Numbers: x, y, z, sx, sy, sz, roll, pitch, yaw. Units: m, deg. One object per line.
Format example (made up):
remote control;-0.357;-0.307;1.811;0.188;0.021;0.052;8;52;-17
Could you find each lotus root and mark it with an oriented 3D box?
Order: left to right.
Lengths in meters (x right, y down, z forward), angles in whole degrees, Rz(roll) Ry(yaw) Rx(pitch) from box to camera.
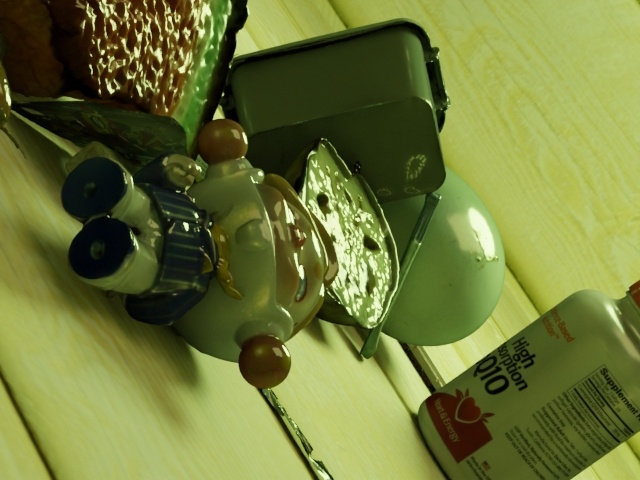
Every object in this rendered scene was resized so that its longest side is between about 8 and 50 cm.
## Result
lotus root;-0.001;0.002;1.906;0.183;0.078;0.203;62;28;-21

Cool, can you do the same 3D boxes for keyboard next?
keyboard;0.113;0.132;2.231;0.166;0.017;0.055;58;6;27

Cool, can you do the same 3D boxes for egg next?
egg;0.098;0.001;2.119;0.183;0.183;0.264;42;14;-51

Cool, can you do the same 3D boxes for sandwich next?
sandwich;-0.190;-0.187;1.533;0.162;0.250;0.301;10;-1;27

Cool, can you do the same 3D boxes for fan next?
fan;0.082;0.034;1.990;0.016;0.193;0.038;26;-17;-5

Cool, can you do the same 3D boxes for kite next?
kite;-0.142;-0.063;1.487;0.141;0.015;0.245;10;-13;18
kite;0.017;0.204;1.504;0.250;0.012;0.229;56;6;20

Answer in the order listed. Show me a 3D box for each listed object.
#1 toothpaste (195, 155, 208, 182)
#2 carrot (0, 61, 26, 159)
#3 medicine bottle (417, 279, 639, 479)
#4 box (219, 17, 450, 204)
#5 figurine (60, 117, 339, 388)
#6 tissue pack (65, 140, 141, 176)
toothpaste;-0.109;-0.073;1.803;0.164;0.046;0.034;43;10;-46
carrot;-0.275;-0.182;1.339;0.298;0.078;0.078;60;11;15
medicine bottle;0.255;0.155;1.989;0.157;0.288;0.157;51;9;-12
box;0.020;-0.118;2.021;0.135;0.243;0.163;-98;175;-52
figurine;-0.086;0.020;1.362;0.274;0.133;0.194;-26;95;-65
tissue pack;-0.150;-0.032;1.454;0.083;0.042;0.062;39;18;-56
